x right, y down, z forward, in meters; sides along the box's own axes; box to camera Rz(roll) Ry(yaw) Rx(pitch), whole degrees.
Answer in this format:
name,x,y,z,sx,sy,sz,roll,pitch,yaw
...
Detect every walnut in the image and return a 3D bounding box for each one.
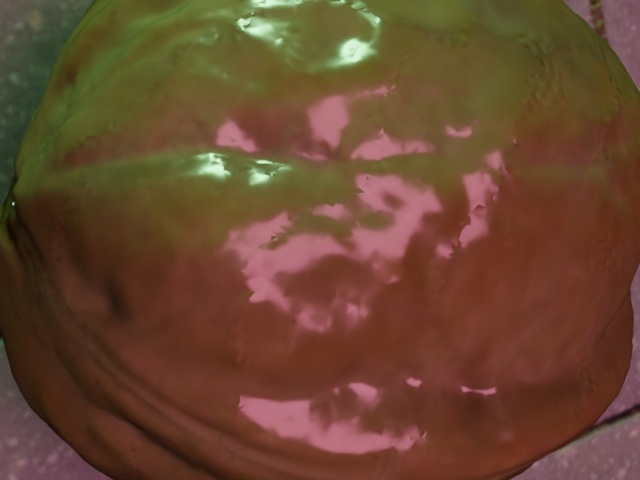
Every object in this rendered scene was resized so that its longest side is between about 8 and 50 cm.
name,x,y,z,sx,sy,sz,roll,pitch,yaw
walnut,0.000,0.000,1.055,0.381,0.381,0.381,-6,103,-28
